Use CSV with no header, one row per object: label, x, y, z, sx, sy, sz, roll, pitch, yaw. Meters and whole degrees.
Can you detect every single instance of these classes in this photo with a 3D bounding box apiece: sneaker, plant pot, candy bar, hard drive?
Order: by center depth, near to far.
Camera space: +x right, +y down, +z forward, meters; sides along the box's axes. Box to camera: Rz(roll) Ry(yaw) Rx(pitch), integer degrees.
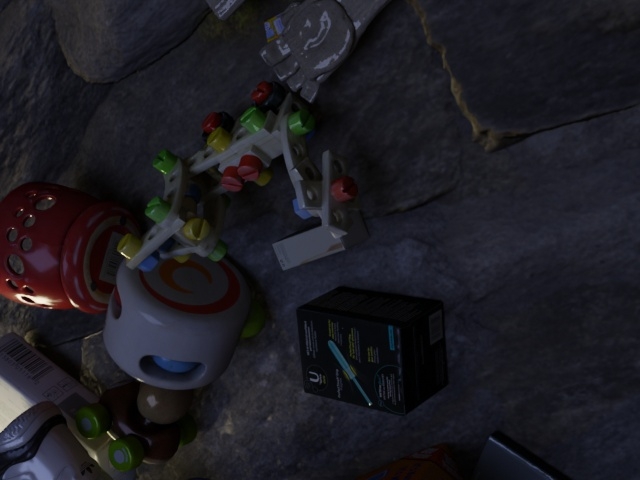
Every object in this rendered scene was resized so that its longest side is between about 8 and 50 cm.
candy bar,-0.014,-0.282,1.362,0.162,0.018,0.040,-17,92,41
hard drive,0.255,0.311,1.363,0.135,0.022,0.094,33,124,25
plant pot,-0.377,0.014,1.644,0.174,0.191,0.191,10,112,31
sneaker,-0.442,0.427,1.678,0.210,0.137,0.365,43,121,10

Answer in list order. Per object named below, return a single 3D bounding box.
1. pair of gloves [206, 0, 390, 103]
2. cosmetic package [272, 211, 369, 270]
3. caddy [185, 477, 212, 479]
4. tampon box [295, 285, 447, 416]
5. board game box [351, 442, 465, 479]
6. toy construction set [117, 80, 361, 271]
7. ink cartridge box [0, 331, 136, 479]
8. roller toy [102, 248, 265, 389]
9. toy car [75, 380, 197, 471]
pair of gloves,-0.029,-0.312,1.331,0.240,0.042,0.204,50,119,18
cosmetic package,0.000,0.000,1.427,0.115,0.060,0.041,-19,95,42
caddy,-0.249,0.525,1.736,0.341,0.179,0.241,-31,87,41
tampon box,0.065,0.137,1.397,0.161,0.101,0.120,8,110,37
board game box,0.040,0.518,1.324,0.356,0.356,0.356,-28,88,21
toy construction set,-0.099,-0.074,1.386,0.328,0.215,0.151,-10,137,31
ink cartridge box,-0.454,0.384,1.932,0.308,0.091,0.384,30,138,26
roller toy,-0.206,0.107,1.540,0.209,0.191,0.146,37,126,22
toy car,-0.251,0.230,1.656,0.149,0.155,0.188,39,116,21
